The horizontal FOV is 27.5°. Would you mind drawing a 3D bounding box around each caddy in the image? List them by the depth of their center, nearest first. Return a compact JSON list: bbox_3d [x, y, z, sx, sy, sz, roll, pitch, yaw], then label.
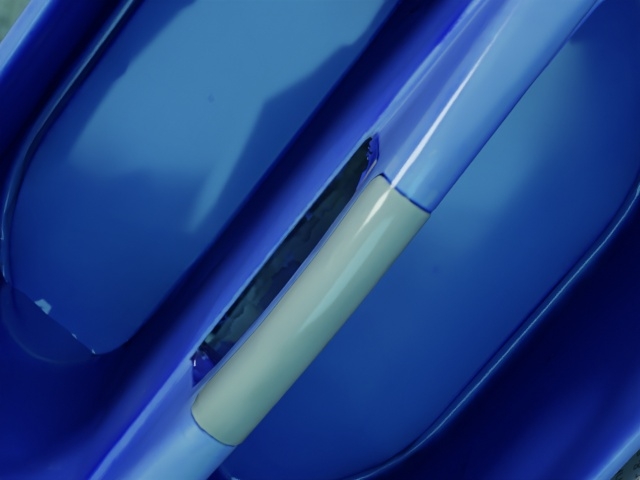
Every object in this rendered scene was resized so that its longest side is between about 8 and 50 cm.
[{"bbox_3d":[0.000,0.000,0.447,0.241,0.179,0.341,37,105,-8],"label":"caddy"}]

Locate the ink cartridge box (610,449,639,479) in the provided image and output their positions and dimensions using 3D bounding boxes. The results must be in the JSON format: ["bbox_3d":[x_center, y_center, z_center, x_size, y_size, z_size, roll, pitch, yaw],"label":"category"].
[{"bbox_3d":[0.204,0.110,0.422,0.197,0.198,0.270,34,126,-9],"label":"ink cartridge box"}]
